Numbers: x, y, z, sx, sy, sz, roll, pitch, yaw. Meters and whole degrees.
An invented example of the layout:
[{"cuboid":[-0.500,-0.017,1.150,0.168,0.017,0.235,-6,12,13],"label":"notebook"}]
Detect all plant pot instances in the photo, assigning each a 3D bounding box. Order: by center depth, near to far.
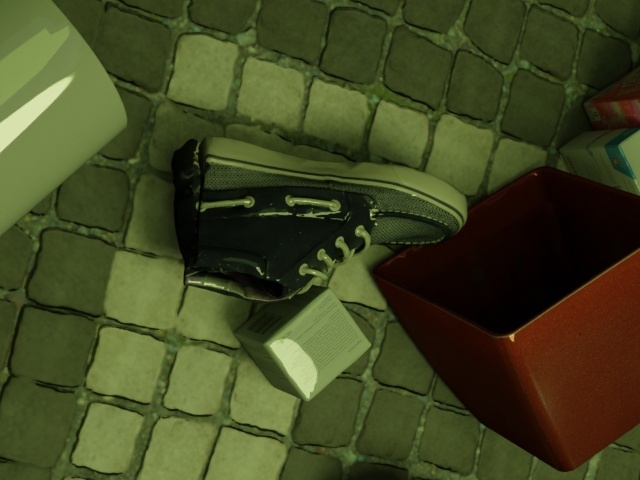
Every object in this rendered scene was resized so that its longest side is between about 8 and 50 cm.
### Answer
[{"cuboid":[0.263,0.100,1.606,0.267,0.267,0.236,-31,117,-19],"label":"plant pot"}]

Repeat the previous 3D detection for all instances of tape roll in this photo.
[{"cuboid":[-0.327,-0.146,1.338,0.169,0.246,0.246,-43,107,-14],"label":"tape roll"}]

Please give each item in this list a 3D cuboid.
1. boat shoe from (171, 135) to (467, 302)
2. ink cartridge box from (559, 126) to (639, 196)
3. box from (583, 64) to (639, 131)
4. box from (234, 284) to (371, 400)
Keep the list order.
[{"cuboid":[0.000,0.000,1.525,0.340,0.127,0.158,8,63,-15],"label":"boat shoe"},{"cuboid":[0.357,-0.087,1.696,0.052,0.122,0.088,-35,106,-22],"label":"ink cartridge box"},{"cuboid":[0.478,-0.081,1.735,0.154,0.142,0.300,-33,104,-19],"label":"box"},{"cuboid":[-0.020,0.110,1.555,0.102,0.101,0.087,-39,107,-16],"label":"box"}]
